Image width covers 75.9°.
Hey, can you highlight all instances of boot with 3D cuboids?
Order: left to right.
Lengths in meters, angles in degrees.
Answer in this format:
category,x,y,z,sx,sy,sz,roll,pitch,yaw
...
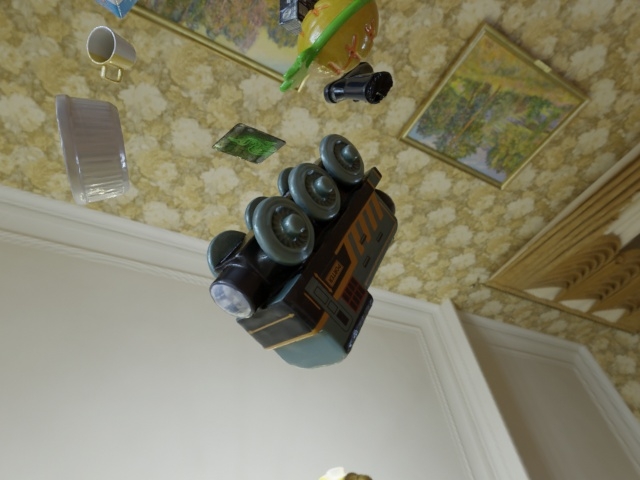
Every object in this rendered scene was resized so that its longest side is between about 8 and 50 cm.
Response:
category,x,y,z,sx,sy,sz,roll,pitch,yaw
boot,0.158,-0.519,1.351,0.207,0.094,0.246,17,-133,43

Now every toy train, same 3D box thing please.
category,x,y,z,sx,sy,sz,roll,pitch,yaw
toy train,0.000,0.000,0.532,0.190,0.142,0.334,49,-139,-14

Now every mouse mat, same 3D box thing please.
category,x,y,z,sx,sy,sz,roll,pitch,yaw
mouse mat,-0.222,-0.299,1.289,0.190,0.153,0.007,10,-119,-46

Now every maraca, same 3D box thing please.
category,x,y,z,sx,sy,sz,roll,pitch,yaw
maraca,0.011,-0.281,0.586,0.099,0.185,0.127,45,171,-4

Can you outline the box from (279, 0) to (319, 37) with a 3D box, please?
category,x,y,z,sx,sy,sz,roll,pitch,yaw
box,-0.050,-0.749,1.344,0.078,0.147,0.180,2,-177,34

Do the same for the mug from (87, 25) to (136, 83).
category,x,y,z,sx,sy,sz,roll,pitch,yaw
mug,-0.366,-0.327,0.725,0.062,0.078,0.064,45,-164,9

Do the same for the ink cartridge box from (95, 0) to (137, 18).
category,x,y,z,sx,sy,sz,roll,pitch,yaw
ink cartridge box,-0.388,-0.493,0.683,0.140,0.191,0.082,34,-104,-11

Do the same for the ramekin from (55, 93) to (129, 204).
category,x,y,z,sx,sy,sz,roll,pitch,yaw
ramekin,-0.563,-0.227,1.030,0.127,0.272,0.272,-10,-127,-26
